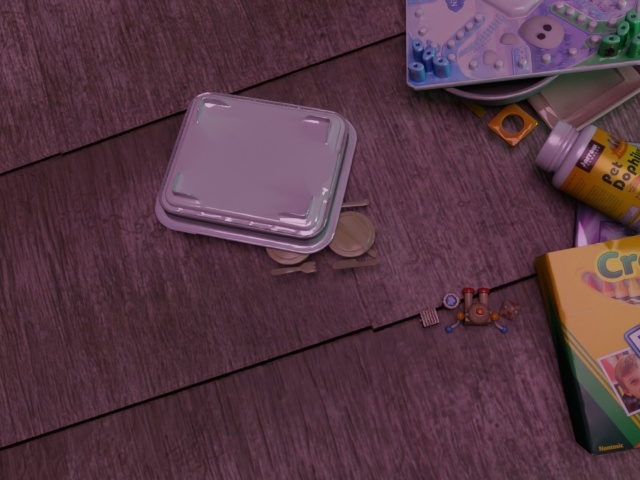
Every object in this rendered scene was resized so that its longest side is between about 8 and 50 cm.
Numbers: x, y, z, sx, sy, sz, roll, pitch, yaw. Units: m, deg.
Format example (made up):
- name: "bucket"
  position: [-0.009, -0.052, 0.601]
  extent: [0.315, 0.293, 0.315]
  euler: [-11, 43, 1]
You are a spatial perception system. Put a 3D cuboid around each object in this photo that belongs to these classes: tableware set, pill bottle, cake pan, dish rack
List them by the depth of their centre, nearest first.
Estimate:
- name: "pill bottle"
  position: [0.465, -0.111, 1.123]
  extent: [0.215, 0.117, 0.117]
  euler: [31, 83, 12]
- name: "tableware set"
  position: [0.000, 0.000, 1.216]
  extent: [0.194, 0.039, 0.128]
  euler: [-7, 68, 2]
- name: "dish rack"
  position: [-0.117, -0.138, 1.222]
  extent: [0.333, 0.072, 0.285]
  euler: [11, 69, 7]
- name: "cake pan"
  position: [0.314, -0.363, 1.225]
  extent: [0.293, 0.054, 0.293]
  euler: [-6, 67, 14]

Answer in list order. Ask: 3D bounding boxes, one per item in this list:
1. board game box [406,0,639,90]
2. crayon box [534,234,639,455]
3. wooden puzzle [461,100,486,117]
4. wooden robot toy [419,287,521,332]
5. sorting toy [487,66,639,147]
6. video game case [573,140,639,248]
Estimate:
- name: "board game box"
  position: [0.341, -0.459, 1.199]
  extent: [0.390, 0.050, 0.390]
  euler: [-4, 67, 15]
- name: "crayon box"
  position: [0.557, 0.139, 1.071]
  extent: [0.363, 0.106, 0.313]
  euler: [-12, 84, 5]
- name: "wooden puzzle"
  position: [0.298, -0.287, 1.260]
  extent: [0.078, 0.014, 0.116]
  euler: [35, 84, 8]
- name: "wooden robot toy"
  position: [0.252, 0.113, 1.143]
  extent: [0.173, 0.079, 0.076]
  euler: [-1, 78, 6]
- name: "sorting toy"
  position: [0.445, -0.292, 1.227]
  extent: [0.347, 0.047, 0.196]
  euler: [-33, 72, 1]
- name: "video game case"
  position: [0.538, -0.036, 1.172]
  extent: [0.196, 0.026, 0.274]
  euler: [7, 79, 8]
